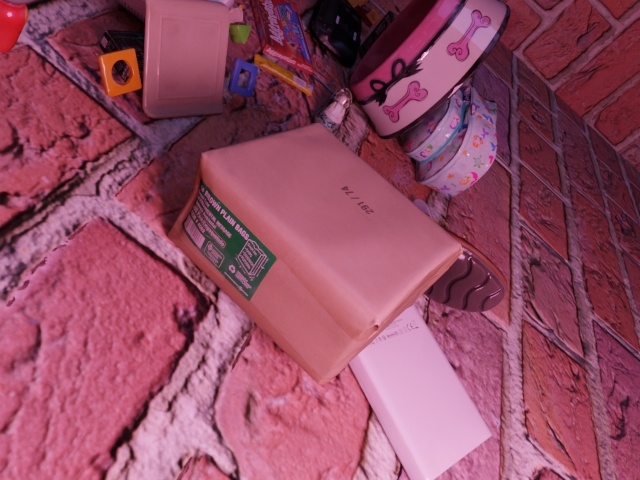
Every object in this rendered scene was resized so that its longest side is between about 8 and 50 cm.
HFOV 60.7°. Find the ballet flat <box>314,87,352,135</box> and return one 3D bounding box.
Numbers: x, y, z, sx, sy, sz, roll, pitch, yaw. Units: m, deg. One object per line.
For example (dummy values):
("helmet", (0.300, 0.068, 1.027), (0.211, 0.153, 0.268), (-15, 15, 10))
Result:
("ballet flat", (0.034, -0.302, 1.260), (0.070, 0.070, 0.188), (35, 38, -14))

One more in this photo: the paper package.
("paper package", (0.000, 0.000, 0.817), (0.325, 0.168, 0.309), (43, 36, 13))

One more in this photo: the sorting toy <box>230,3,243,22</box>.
("sorting toy", (-0.227, -0.529, 1.250), (0.075, 0.044, 0.083), (29, 36, 10))

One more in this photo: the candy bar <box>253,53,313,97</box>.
("candy bar", (-0.081, -0.379, 1.258), (0.162, 0.018, 0.040), (24, 45, -27))

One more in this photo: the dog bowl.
("dog bowl", (0.231, -0.441, 1.282), (0.150, 0.408, 0.408), (39, 37, -17))

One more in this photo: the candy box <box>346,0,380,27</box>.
("candy box", (0.106, -0.769, 1.731), (0.109, 0.053, 0.186), (28, 29, -55))

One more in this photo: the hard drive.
("hard drive", (0.141, 0.214, 0.901), (0.203, 0.040, 0.307), (-7, 61, -47))

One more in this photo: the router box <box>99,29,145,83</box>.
("router box", (-0.312, -0.324, 0.970), (0.092, 0.038, 0.122), (53, 38, 11))

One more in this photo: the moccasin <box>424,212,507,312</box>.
("moccasin", (0.182, 0.010, 1.046), (0.380, 0.139, 0.147), (25, 27, 2))

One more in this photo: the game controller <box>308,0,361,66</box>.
("game controller", (0.050, -0.621, 1.589), (0.166, 0.067, 0.319), (44, 35, -27))

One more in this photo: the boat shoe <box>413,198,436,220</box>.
("boat shoe", (0.246, -0.051, 1.261), (0.100, 0.035, 0.035), (57, 11, 20))

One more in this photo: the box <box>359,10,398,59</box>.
("box", (0.195, -0.539, 1.566), (0.078, 0.147, 0.180), (20, 43, -30))

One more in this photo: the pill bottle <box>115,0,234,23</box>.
("pill bottle", (-0.315, -0.495, 1.024), (0.283, 0.160, 0.160), (37, 38, -13))

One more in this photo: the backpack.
("backpack", (0.321, -0.244, 1.353), (0.191, 0.225, 0.253), (22, 53, -24))

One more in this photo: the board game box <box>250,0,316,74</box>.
("board game box", (-0.101, -0.544, 1.387), (0.145, 0.027, 0.281), (13, 48, -35))

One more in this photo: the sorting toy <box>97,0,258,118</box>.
("sorting toy", (-0.240, -0.318, 0.950), (0.047, 0.195, 0.348), (20, 25, 31))

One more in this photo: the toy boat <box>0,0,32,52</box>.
("toy boat", (-0.541, -0.388, 0.718), (0.318, 0.148, 0.267), (27, 41, -23))
